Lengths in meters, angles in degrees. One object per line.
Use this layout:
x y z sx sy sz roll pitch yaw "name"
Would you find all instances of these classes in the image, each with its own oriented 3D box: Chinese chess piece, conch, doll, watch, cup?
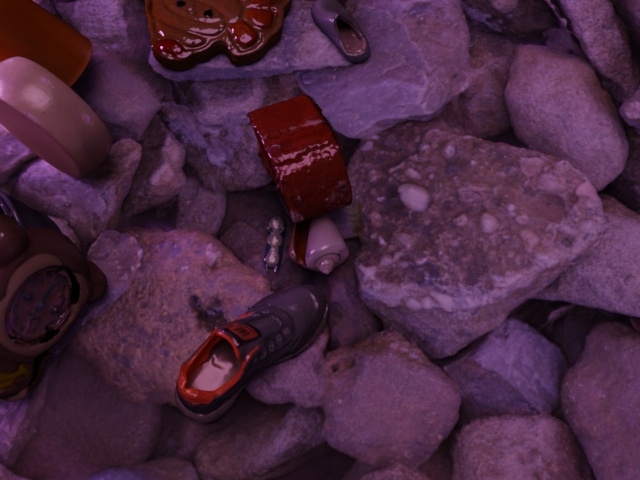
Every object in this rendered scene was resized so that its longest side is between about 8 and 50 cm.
-0.540 -0.240 1.399 0.273 0.273 0.102 31 71 13 "Chinese chess piece"
-0.007 -0.003 1.386 0.104 0.094 0.176 -33 60 26 "conch"
-0.092 0.006 1.416 0.037 0.027 0.125 6 66 -5 "doll"
-0.625 0.075 1.282 0.327 0.314 0.335 22 79 23 "watch"
-0.640 -0.411 1.483 0.226 0.264 0.182 -34 47 13 "cup"

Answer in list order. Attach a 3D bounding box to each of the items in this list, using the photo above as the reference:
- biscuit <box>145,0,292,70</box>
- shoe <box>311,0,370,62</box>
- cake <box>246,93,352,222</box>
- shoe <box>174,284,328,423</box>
-0.250 -0.549 1.648 0.359 0.074 0.381 25 66 13 "biscuit"
0.048 -0.495 1.610 0.079 0.078 0.195 -29 73 -11 "shoe"
-0.041 -0.157 1.393 0.151 0.176 0.283 -19 40 -11 "cake"
-0.130 0.178 1.262 0.336 0.171 0.132 -39 71 -15 "shoe"
